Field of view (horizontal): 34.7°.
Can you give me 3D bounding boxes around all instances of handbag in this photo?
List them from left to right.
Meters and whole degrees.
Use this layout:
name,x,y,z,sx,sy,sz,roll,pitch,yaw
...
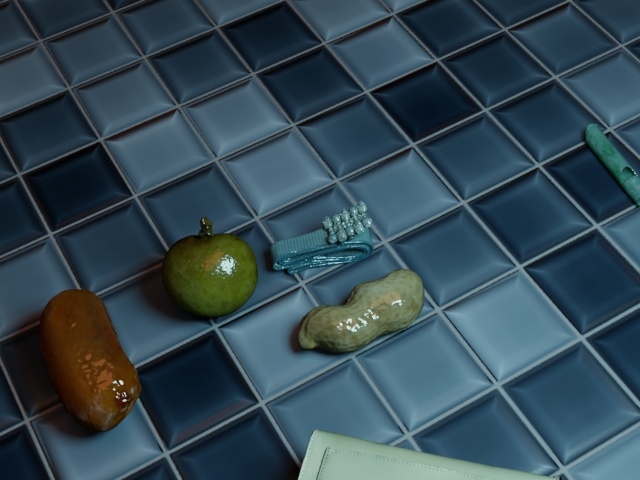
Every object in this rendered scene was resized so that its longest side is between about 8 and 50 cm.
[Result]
name,x,y,z,sx,sy,sz,roll,pitch,yaw
handbag,0.137,0.402,1.402,0.358,0.160,0.237,10,49,10

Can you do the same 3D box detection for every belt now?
name,x,y,z,sx,sy,sz,roll,pitch,yaw
belt,0.001,0.004,1.747,0.179,0.100,0.065,-14,49,-4

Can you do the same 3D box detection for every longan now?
name,x,y,z,sx,sy,sz,roll,pitch,yaw
longan,-0.183,0.044,1.683,0.154,0.176,0.145,-15,17,-19

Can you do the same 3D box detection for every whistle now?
name,x,y,z,sx,sy,sz,roll,pitch,yaw
whistle,0.537,-0.139,1.858,0.039,0.039,0.186,-20,54,-11

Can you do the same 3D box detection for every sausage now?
name,x,y,z,sx,sy,sz,roll,pitch,yaw
sausage,-0.369,0.184,1.615,0.133,0.133,0.258,-23,56,-13

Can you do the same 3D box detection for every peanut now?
name,x,y,z,sx,sy,sz,roll,pitch,yaw
peanut,0.068,0.121,1.663,0.227,0.086,0.104,-26,47,-14
